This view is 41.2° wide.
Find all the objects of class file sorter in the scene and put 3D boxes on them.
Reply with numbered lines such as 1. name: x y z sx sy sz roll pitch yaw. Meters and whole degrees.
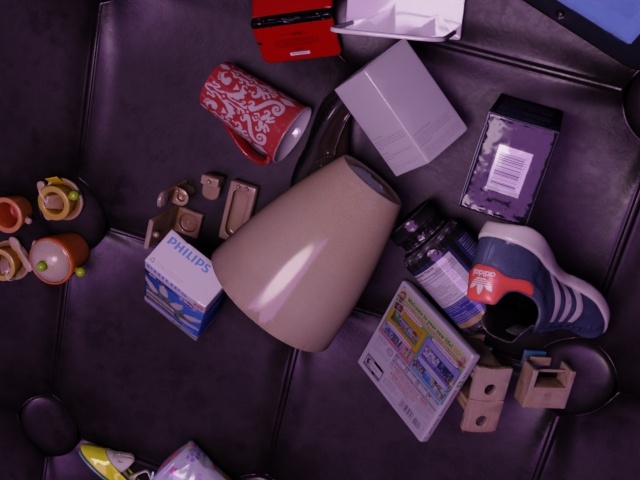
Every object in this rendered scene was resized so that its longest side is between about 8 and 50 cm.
1. file sorter: 0.126 -0.450 1.289 0.192 0.173 0.278 9 109 13

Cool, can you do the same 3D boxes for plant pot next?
1. plant pot: 0.000 0.000 1.422 0.256 0.256 0.274 40 107 1

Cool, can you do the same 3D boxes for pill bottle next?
1. pill bottle: 0.221 0.041 1.442 0.123 0.123 0.219 -41 92 23

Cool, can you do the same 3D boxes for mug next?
1. mug: -0.124 -0.212 1.475 0.169 0.113 0.150 34 112 8

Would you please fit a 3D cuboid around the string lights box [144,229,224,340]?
1. string lights box: -0.244 0.086 1.536 0.133 0.077 0.260 38 158 3

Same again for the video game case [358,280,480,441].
1. video game case: 0.167 0.209 1.496 0.212 0.023 0.193 49 122 43

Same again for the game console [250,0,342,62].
1. game console: -0.039 -0.380 1.447 0.144 0.085 0.124 -3 137 18

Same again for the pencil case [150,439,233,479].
1. pencil case: -0.218 0.538 1.734 0.124 0.113 0.273 -44 90 1

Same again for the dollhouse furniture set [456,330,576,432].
1. dollhouse furniture set: 0.321 0.251 1.498 0.183 0.129 0.129 5 111 -16

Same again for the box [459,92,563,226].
1. box: 0.298 -0.130 1.319 0.108 0.207 0.153 19 110 10

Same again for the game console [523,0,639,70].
1. game console: 0.428 -0.438 1.169 0.386 0.060 0.342 29 136 -10

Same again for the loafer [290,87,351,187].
1. loafer: 0.018 -0.166 1.472 0.078 0.080 0.220 18 123 -14

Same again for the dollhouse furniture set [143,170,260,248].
1. dollhouse furniture set: -0.214 -0.044 1.545 0.151 0.123 0.144 20 112 10

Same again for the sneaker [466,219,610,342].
1. sneaker: 0.334 0.107 1.336 0.131 0.350 0.148 9 70 49

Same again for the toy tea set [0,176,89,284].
1. toy tea set: -0.613 0.001 1.678 0.336 0.124 0.200 -10 104 19

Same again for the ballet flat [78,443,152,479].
1. ballet flat: -0.410 0.500 1.811 0.077 0.077 0.231 -41 95 2

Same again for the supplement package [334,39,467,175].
1. supplement package: 0.129 -0.212 1.372 0.179 0.105 0.105 54 155 -10
